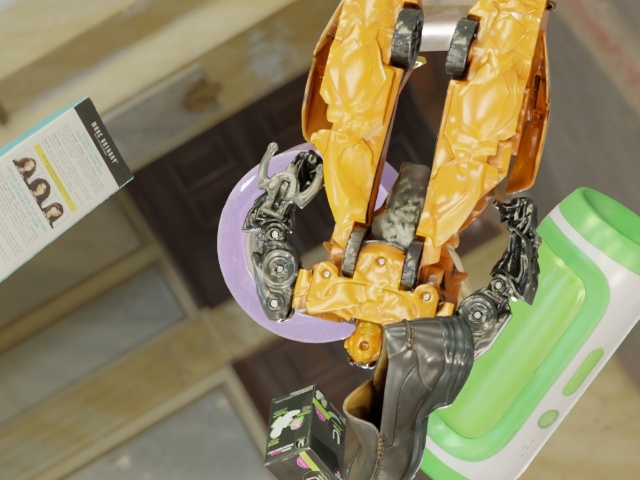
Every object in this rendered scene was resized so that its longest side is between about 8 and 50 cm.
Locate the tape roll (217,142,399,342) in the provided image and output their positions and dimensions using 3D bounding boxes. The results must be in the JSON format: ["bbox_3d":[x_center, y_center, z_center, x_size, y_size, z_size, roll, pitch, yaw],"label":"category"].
[{"bbox_3d":[0.000,0.000,1.626,0.189,0.189,0.080,60,-162,-1],"label":"tape roll"}]

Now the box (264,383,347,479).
[{"bbox_3d":[-0.013,0.190,1.570,0.062,0.052,0.083,52,-152,-32],"label":"box"}]

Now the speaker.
[{"bbox_3d":[0.200,0.099,1.560,0.131,0.296,0.131,30,-161,-11],"label":"speaker"}]

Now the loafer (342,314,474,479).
[{"bbox_3d":[0.042,0.113,1.115,0.062,0.061,0.170,-108,33,-51],"label":"loafer"}]

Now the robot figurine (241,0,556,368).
[{"bbox_3d":[0.066,-0.052,1.174,0.211,0.291,0.085,13,178,11],"label":"robot figurine"}]

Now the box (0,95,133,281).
[{"bbox_3d":[-0.295,-0.047,1.670,0.244,0.060,0.100,-44,-69,-50],"label":"box"}]

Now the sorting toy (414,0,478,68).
[{"bbox_3d":[0.120,-0.262,1.939,0.274,0.132,0.046,-36,63,58],"label":"sorting toy"}]

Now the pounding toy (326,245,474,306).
[{"bbox_3d":[0.094,0.075,1.835,0.155,0.154,0.269,-103,-12,-67],"label":"pounding toy"}]
